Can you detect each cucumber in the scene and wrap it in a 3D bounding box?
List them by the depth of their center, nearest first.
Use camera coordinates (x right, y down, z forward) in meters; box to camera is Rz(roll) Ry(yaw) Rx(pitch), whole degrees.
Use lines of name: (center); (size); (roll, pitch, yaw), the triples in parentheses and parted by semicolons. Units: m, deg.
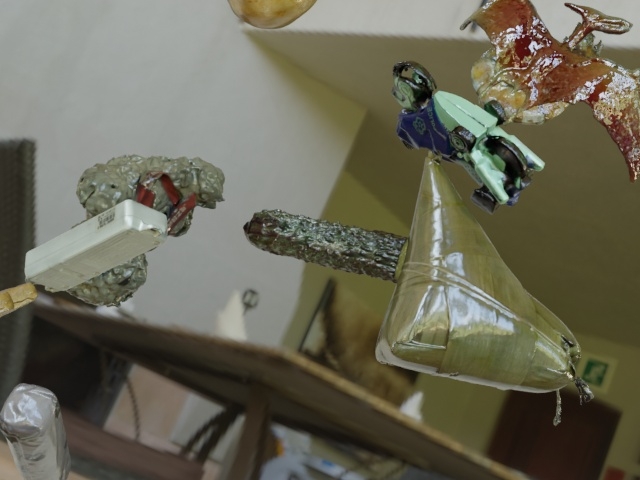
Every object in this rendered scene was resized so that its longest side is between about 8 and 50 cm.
cucumber: (0.000, 0.000, 2.168); (0.360, 0.096, 0.096); (14, -17, 25)

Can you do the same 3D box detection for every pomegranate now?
pomegranate: (-0.089, -0.431, 1.813); (0.196, 0.196, 0.196); (22, -14, 6)

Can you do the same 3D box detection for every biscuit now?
biscuit: (-0.480, 0.106, 1.445); (0.184, 0.035, 0.249); (-15, 4, 31)

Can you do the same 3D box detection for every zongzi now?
zongzi: (0.337, 0.087, 1.993); (0.447, 0.418, 0.181); (15, -13, -16)

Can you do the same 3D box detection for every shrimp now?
shrimp: (0.472, -0.390, 2.480); (0.233, 0.365, 0.071); (27, -31, 16)

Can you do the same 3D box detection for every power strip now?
power strip: (-0.404, 0.016, 1.990); (0.338, 0.058, 0.098); (-24, -31, 33)

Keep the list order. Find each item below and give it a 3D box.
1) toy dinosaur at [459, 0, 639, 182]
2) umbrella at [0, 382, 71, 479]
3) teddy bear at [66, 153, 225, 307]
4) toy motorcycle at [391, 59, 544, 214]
toy dinosaur: (0.303, -0.228, 1.529); (0.327, 0.206, 0.113); (18, -17, 27)
umbrella: (-0.369, 0.275, 1.486); (0.067, 0.073, 0.337); (28, -28, 7)
teddy bear: (-0.403, -0.007, 2.410); (0.224, 0.367, 0.357); (28, 27, 35)
toy motorcycle: (0.250, -0.191, 2.084); (0.331, 0.125, 0.196); (42, -23, 16)
